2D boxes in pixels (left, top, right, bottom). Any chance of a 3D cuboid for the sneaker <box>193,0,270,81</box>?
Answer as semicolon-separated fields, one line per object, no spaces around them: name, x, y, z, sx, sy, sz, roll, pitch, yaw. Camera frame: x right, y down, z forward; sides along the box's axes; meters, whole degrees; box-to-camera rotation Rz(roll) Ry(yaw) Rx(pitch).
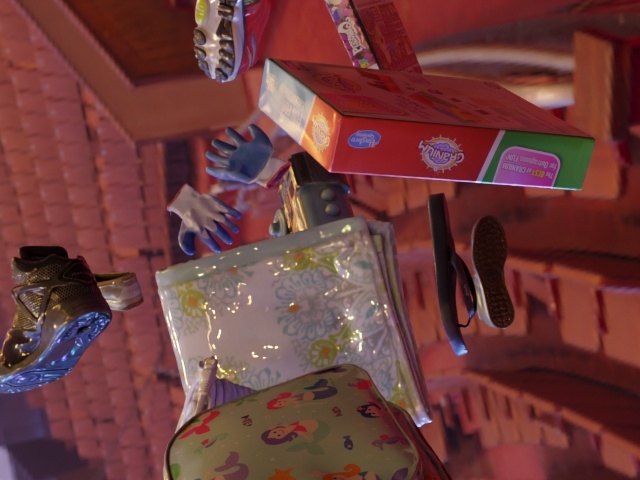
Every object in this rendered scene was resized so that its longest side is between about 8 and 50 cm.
sneaker;-0.123;-0.376;1.757;0.107;0.118;0.279;26;123;23

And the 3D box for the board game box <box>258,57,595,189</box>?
board game box;0.116;-0.137;1.364;0.242;0.316;0.064;-132;50;-59

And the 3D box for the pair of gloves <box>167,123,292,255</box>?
pair of gloves;-0.132;-0.070;1.603;0.159;0.198;0.023;34;172;47

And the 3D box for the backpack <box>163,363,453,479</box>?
backpack;-0.024;0.219;0.844;0.225;0.253;0.191;-124;12;-67

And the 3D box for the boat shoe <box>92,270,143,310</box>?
boat shoe;-0.296;0.055;1.527;0.056;0.153;0.048;-36;-54;-49

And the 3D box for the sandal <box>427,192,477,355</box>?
sandal;0.206;0.049;1.818;0.097;0.054;0.255;31;-128;-76

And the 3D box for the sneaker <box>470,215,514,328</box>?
sneaker;0.283;0.057;2.028;0.086;0.064;0.192;153;110;-78

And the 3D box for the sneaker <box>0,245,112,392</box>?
sneaker;-0.334;0.090;1.405;0.227;0.087;0.130;-45;57;38

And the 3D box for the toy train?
toy train;0.000;0.000;2.057;0.190;0.142;0.334;105;158;-44

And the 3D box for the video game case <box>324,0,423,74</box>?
video game case;0.075;-0.321;1.770;0.210;0.042;0.232;65;-159;-7

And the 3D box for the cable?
cable;-0.143;0.303;1.513;0.257;0.089;0.257;119;160;-54

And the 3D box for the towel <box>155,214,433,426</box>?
towel;-0.040;0.152;1.752;0.090;0.374;0.321;-9;-94;-74
